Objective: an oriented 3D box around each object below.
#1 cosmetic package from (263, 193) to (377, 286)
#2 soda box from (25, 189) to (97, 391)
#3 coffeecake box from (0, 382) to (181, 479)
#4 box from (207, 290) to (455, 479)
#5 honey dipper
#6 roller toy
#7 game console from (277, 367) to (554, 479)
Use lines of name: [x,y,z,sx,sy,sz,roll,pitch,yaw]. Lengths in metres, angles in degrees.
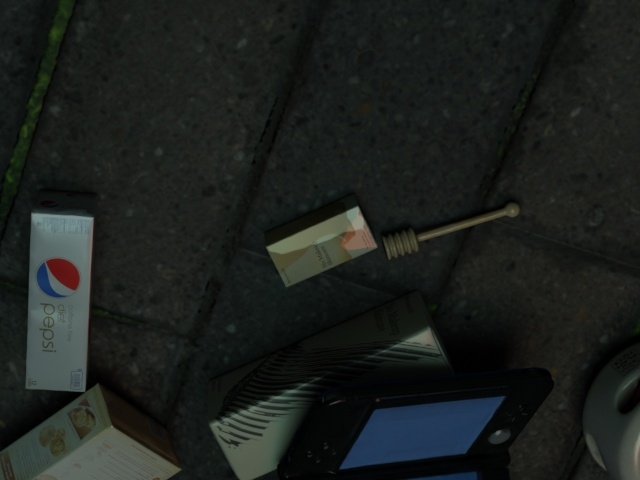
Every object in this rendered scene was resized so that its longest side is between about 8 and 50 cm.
cosmetic package: [0.000,0.000,1.602,0.115,0.041,0.060,-25,113,6]
soda box: [-0.287,0.057,1.584,0.069,0.074,0.216,4,112,-7]
coffeecake box: [-0.280,0.265,1.646,0.185,0.068,0.142,-35,140,9]
box: [0.012,0.167,1.637,0.275,0.113,0.094,-25,112,4]
honey dipper: [0.149,-0.013,1.618,0.160,0.030,0.030,-15,113,-2]
roller toy: [0.413,0.213,1.671,0.191,0.146,0.209,5,107,-17]
game console: [0.117,0.284,1.580,0.293,0.173,0.250,-3,143,-25]
